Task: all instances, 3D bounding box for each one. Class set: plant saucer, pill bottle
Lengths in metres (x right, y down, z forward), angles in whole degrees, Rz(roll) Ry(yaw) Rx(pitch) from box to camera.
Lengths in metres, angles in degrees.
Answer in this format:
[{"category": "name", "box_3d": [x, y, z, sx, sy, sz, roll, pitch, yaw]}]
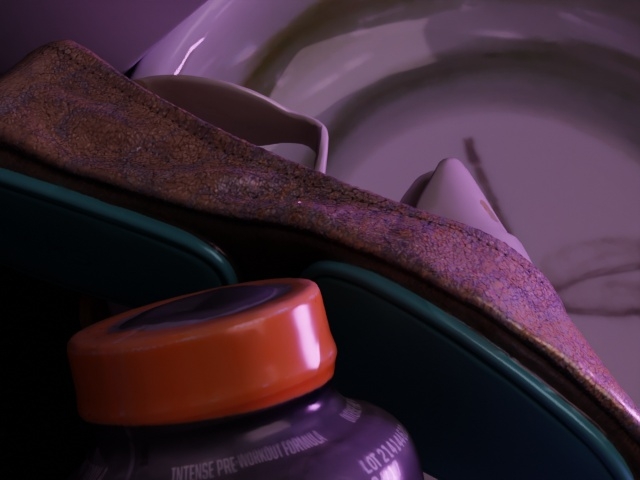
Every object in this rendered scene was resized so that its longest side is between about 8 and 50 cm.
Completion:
[{"category": "plant saucer", "box_3d": [0.097, 0.006, 0.705, 0.400, 0.100, 0.400, 3, 59, -4]}, {"category": "pill bottle", "box_3d": [-0.017, 0.139, 0.510, 0.130, 0.130, 0.245, -20, 100, -51]}]

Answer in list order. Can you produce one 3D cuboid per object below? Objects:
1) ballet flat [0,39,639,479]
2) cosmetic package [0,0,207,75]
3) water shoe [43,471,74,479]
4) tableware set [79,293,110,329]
[{"category": "ballet flat", "box_3d": [0.000, 0.000, 0.584, 0.316, 0.107, 0.106, 26, 53, 9]}, {"category": "cosmetic package", "box_3d": [-0.120, -0.190, 0.684, 0.151, 0.151, 0.183, 29, 47, -30]}, {"category": "water shoe", "box_3d": [-0.043, 0.163, 0.612, 0.203, 0.073, 0.080, 29, 69, -26]}, {"category": "tableware set", "box_3d": [-0.101, 0.011, 0.676, 0.154, 0.024, 0.104, 25, 52, -36]}]
